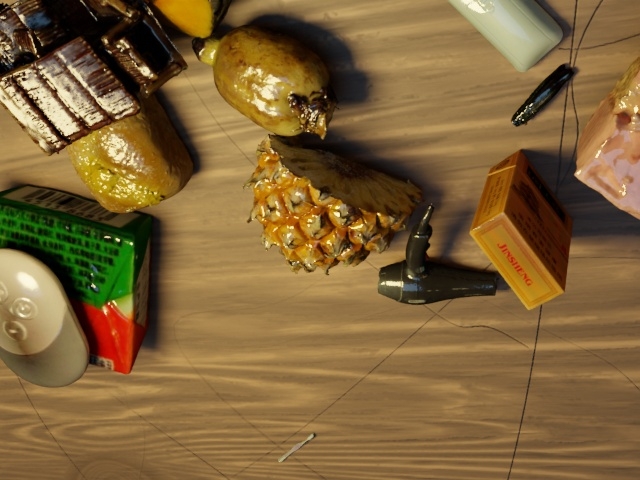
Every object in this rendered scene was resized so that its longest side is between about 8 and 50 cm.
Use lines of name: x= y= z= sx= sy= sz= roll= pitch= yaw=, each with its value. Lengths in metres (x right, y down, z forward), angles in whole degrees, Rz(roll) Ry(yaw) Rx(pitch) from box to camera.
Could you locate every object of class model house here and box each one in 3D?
model house: x=-0.463 y=-0.337 z=1.711 sx=0.297 sy=0.282 sz=0.317 roll=1 pitch=130 yaw=55

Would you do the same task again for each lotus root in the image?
lotus root: x=-0.093 y=-0.296 z=1.754 sx=0.314 sy=0.141 sz=0.169 roll=33 pitch=119 yaw=10

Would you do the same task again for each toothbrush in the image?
toothbrush: x=-0.057 y=0.473 z=2.214 sx=0.011 sy=0.013 sz=0.131 roll=48 pitch=121 yaw=2

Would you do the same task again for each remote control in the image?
remote control: x=0.273 y=-0.412 z=1.631 sx=0.293 sy=0.051 sz=0.103 roll=43 pitch=121 yaw=-6
remote control: x=-0.595 y=0.163 z=1.984 sx=0.221 sy=0.103 sz=0.332 roll=-6 pitch=119 yaw=25

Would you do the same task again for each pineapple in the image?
pineapple: x=-0.001 y=0.003 z=1.803 sx=0.344 sy=0.209 sz=0.286 roll=19 pitch=124 yaw=-10

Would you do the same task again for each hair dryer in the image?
hair dryer: x=0.219 y=0.031 z=1.809 sx=0.235 sy=0.091 sz=0.272 roll=1 pitch=146 yaw=8

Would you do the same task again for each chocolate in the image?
chocolate: x=-0.535 y=0.071 z=2.069 sx=0.360 sy=0.161 sz=0.341 roll=14 pitch=120 yaw=11

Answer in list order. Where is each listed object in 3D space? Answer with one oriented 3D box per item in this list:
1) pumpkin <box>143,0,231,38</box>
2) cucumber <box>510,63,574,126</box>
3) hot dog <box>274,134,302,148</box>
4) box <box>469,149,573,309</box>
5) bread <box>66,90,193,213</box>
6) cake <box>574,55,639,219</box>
pumpkin: x=-0.233 y=-0.471 z=1.728 sx=0.312 sy=0.169 sz=0.148 roll=23 pitch=160 yaw=30
cucumber: x=0.384 y=-0.251 z=1.689 sx=0.033 sy=0.034 sz=0.135 roll=41 pitch=120 yaw=0
hot dog: x=-0.070 y=-0.151 z=1.865 sx=0.078 sy=0.061 sz=0.169 roll=-15 pitch=131 yaw=-23
box: x=0.352 y=-0.025 z=1.675 sx=0.076 sy=0.274 sz=0.174 roll=-31 pitch=104 yaw=29
bread: x=-0.388 y=-0.176 z=1.887 sx=0.195 sy=0.176 sz=0.246 roll=-20 pitch=109 yaw=23
cake: x=0.592 y=-0.172 z=1.520 sx=0.314 sy=0.293 sz=0.307 roll=38 pitch=119 yaw=3
